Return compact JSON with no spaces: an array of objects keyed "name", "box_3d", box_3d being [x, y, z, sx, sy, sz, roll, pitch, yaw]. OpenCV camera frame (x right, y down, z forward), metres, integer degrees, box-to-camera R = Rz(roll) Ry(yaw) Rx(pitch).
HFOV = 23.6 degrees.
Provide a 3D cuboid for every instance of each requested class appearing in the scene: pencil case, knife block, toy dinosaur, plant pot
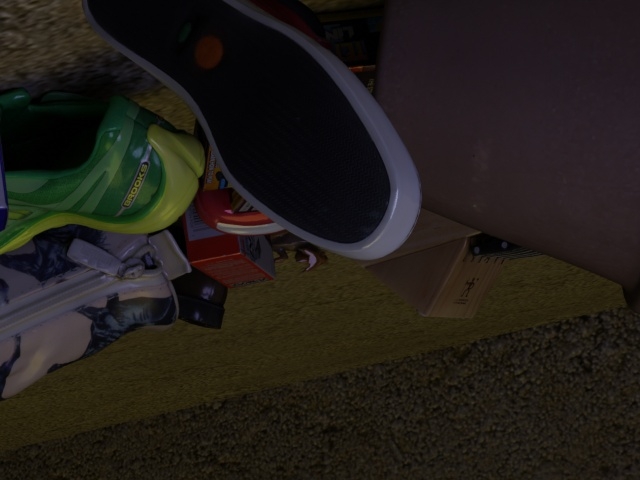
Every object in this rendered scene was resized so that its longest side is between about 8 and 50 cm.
[{"name":"pencil case","box_3d":[-0.311,0.084,1.243,0.410,0.160,0.183,-28,180,-31]},{"name":"knife block","box_3d":[0.135,-0.058,1.484,0.275,0.242,0.088,38,-162,34]},{"name":"toy dinosaur","box_3d":[0.000,0.000,1.713,0.211,0.064,0.112,2,-175,-11]},{"name":"plant pot","box_3d":[0.150,-0.088,0.943,0.229,0.263,0.263,7,170,4]}]

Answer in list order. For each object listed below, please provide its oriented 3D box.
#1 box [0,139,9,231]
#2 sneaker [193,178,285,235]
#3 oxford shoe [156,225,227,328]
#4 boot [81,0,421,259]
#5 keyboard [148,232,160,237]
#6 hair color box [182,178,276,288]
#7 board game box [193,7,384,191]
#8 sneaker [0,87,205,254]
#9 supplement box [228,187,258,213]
[{"name":"box","box_3d":[-0.267,-0.063,0.943,0.137,0.126,0.072,-6,167,-14]},{"name":"sneaker","box_3d":[0.003,-0.077,1.276,0.221,0.087,0.128,-19,164,-17]},{"name":"oxford shoe","box_3d":[-0.168,0.032,1.636,0.083,0.096,0.227,20,172,-42]},{"name":"boot","box_3d":[-0.005,-0.079,0.881,0.088,0.244,0.176,-52,154,16]},{"name":"keyboard","box_3d":[-0.239,0.010,1.466,0.180,0.108,0.023,1,136,15]},{"name":"hair color box","box_3d":[-0.086,-0.014,1.435,0.053,0.093,0.167,-10,170,6]},{"name":"board game box","box_3d":[-0.016,-0.098,1.103,0.141,0.048,0.170,-7,158,-10]},{"name":"sneaker","box_3d":[-0.223,-0.060,1.131,0.295,0.109,0.123,-10,140,31]},{"name":"supplement box","box_3d":[-0.051,-0.068,1.210,0.043,0.083,0.055,-5,168,-15]}]
